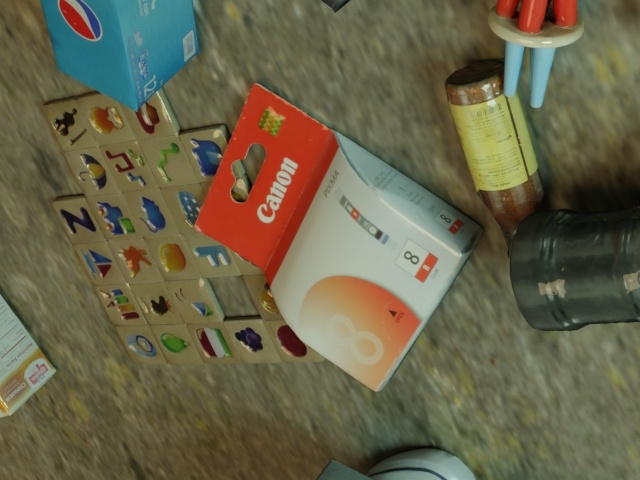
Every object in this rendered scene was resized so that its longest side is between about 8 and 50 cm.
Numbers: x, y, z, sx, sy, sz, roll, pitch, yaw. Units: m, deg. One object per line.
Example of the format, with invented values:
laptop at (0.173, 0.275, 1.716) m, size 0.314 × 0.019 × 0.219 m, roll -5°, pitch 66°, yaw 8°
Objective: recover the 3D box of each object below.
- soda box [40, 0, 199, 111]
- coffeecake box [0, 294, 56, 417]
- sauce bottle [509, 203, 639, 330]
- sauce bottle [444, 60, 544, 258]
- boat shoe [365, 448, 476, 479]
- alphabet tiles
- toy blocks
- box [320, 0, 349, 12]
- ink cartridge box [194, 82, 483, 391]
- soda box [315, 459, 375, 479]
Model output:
soda box at (-0.128, -0.180, 0.777) m, size 0.071 × 0.067 × 0.210 m, roll 29°, pitch 148°, yaw 21°
coffeecake box at (-0.343, 0.074, 1.151) m, size 0.142 × 0.068 × 0.185 m, roll -19°, pitch 110°, yaw 41°
sauce bottle at (0.261, 0.006, 0.656) m, size 0.344 × 0.111 × 0.111 m, roll -8°, pitch 117°, yaw 37°
sauce bottle at (0.108, -0.042, 0.773) m, size 0.042 × 0.042 × 0.128 m, roll -1°, pitch 119°, yaw 35°
boat shoe at (0.036, 0.237, 1.006) m, size 0.083 × 0.076 × 0.226 m, roll 43°, pitch 135°, yaw -1°
alphabet tiles at (-0.117, -0.005, 0.980) m, size 0.198 × 0.009 × 0.237 m, roll -5°, pitch 118°, yaw 37°
toy blocks at (0.148, -0.129, 0.673) m, size 0.123 × 0.054 × 0.148 m, roll 20°, pitch 131°, yaw 22°
box at (-0.040, -0.236, 0.734) m, size 0.207 × 0.036 × 0.114 m, roll 40°, pitch 135°, yaw 3°
ink cartridge box at (0.000, 0.000, 0.872) m, size 0.179 × 0.045 × 0.145 m, roll 32°, pitch 131°, yaw 5°
soda box at (0.104, 0.265, 0.896) m, size 0.286 × 0.098 × 0.091 m, roll 25°, pitch 110°, yaw 12°
